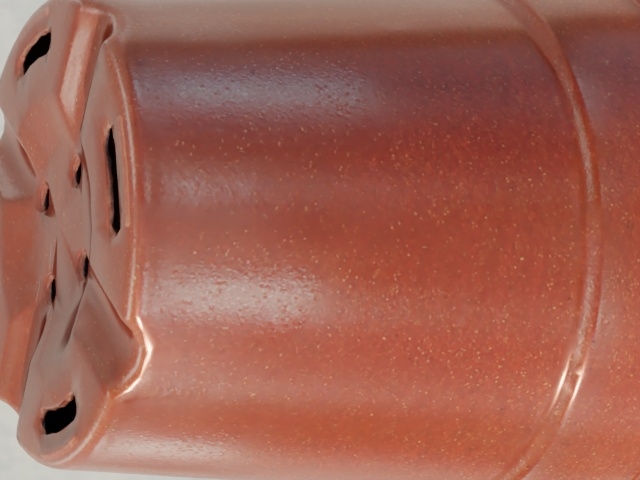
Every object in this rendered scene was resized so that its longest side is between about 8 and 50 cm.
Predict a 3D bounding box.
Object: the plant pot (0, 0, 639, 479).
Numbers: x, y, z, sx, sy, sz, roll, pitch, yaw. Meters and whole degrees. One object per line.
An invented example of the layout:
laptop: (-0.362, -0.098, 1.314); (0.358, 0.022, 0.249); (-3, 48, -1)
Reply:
plant pot: (0.000, 0.000, 0.883); (0.265, 0.272, 0.272); (1, 92, -27)
